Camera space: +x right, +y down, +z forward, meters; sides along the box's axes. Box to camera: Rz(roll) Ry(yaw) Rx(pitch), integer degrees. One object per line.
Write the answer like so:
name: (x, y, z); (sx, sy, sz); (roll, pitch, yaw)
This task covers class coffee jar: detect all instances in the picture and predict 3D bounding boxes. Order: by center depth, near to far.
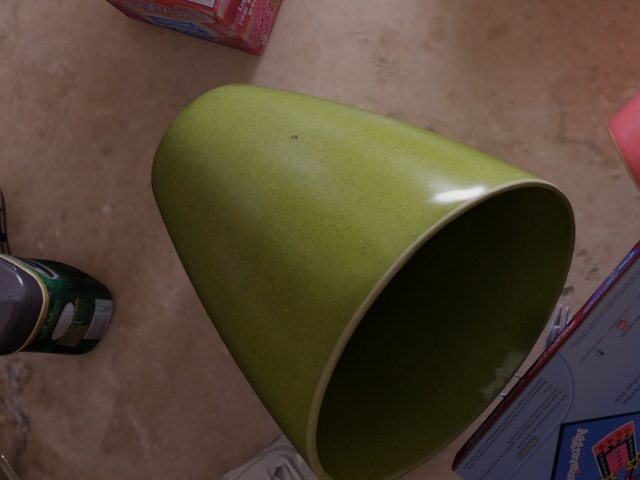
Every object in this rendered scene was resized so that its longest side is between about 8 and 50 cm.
coffee jar: (-0.261, 0.056, 0.962); (0.096, 0.184, 0.079); (25, 90, 15)

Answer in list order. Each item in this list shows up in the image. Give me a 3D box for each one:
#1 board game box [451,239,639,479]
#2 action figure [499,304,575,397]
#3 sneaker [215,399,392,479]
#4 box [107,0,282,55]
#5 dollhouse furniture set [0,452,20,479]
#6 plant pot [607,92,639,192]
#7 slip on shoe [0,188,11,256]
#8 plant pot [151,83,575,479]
board game box: (0.229, 0.114, 0.794); (0.145, 0.027, 0.281); (34, 122, 2)
action figure: (0.278, 0.144, 0.878); (0.285, 0.099, 0.185); (3, 92, 28)
sneaker: (-0.056, 0.234, 0.934); (0.292, 0.118, 0.110); (-35, 76, 6)
box: (-0.089, -0.338, 0.984); (0.154, 0.142, 0.300); (18, 88, 14)
dollhouse furniture set: (-0.336, 0.356, 0.938); (0.262, 0.135, 0.259); (-30, 75, -36)
plant pot: (0.365, -0.069, 0.807); (0.243, 0.275, 0.275); (-32, 78, 19)
slip on shoe: (-0.323, 0.011, 1.049); (0.041, 0.051, 0.135); (-10, 79, 6)
plant pot: (0.000, 0.000, 0.885); (0.293, 0.275, 0.275); (38, 94, 33)
